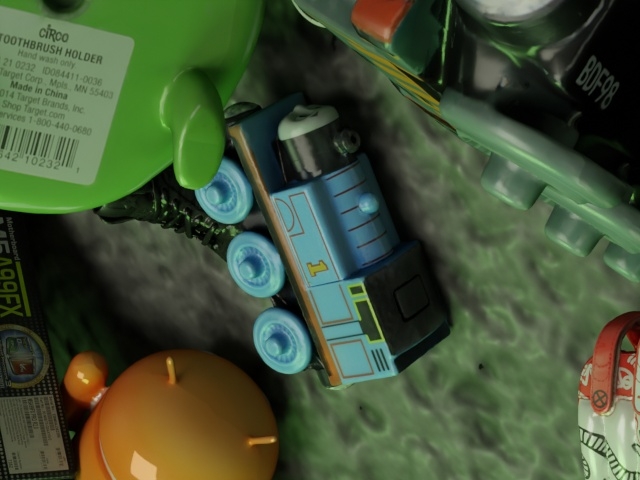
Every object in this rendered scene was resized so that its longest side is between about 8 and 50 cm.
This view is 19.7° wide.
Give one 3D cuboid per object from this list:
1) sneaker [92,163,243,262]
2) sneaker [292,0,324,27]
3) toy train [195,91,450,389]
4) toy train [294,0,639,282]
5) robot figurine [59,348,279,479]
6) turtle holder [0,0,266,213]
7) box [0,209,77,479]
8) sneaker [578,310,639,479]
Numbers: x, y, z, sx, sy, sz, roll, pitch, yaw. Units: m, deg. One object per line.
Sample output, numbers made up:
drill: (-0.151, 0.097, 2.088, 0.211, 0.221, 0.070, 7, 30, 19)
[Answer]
sneaker: (-0.107, -0.029, 1.161, 0.170, 0.089, 0.051, 49, 139, 12)
sneaker: (0.022, -0.187, 0.926, 0.084, 0.097, 0.235, 50, 139, 10)
toy train: (0.000, 0.000, 1.085, 0.105, 0.080, 0.184, -13, 102, 39)
toy train: (0.093, -0.084, 0.778, 0.190, 0.334, 0.142, 32, 93, 26)
robot figurine: (-0.105, 0.156, 1.247, 0.219, 0.128, 0.158, -51, 48, 49)
turtle holder: (-0.164, -0.185, 1.009, 0.227, 0.243, 0.320, -132, 27, -62)
box: (-0.260, 0.094, 1.328, 0.216, 0.060, 0.270, -51, 48, 48)
sneaker: (0.203, 0.055, 0.900, 0.145, 0.090, 0.270, 28, 134, 28)
